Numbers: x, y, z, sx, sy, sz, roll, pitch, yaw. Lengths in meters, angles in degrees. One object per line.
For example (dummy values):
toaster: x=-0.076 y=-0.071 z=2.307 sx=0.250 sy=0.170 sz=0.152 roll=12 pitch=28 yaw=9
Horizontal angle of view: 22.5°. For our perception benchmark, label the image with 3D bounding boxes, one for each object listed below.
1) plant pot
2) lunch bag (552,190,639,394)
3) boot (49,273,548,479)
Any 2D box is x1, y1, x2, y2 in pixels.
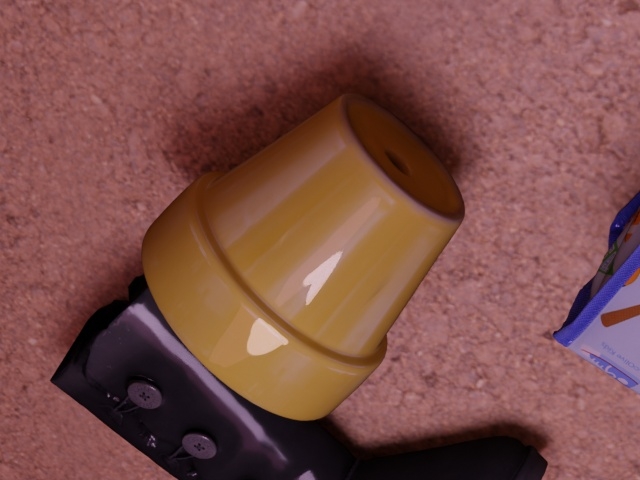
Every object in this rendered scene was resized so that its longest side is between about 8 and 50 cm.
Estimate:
plant pot: x=0.000 y=0.000 z=1.522 sx=0.254 sy=0.254 sz=0.239 roll=42 pitch=111 yaw=-9
lunch bag: x=0.442 y=0.003 z=1.338 sx=0.327 sy=0.239 sz=0.385 roll=32 pitch=135 yaw=2
boot: x=-0.032 y=0.189 z=1.722 sx=0.445 sy=0.146 sz=0.367 roll=46 pitch=125 yaw=-6
